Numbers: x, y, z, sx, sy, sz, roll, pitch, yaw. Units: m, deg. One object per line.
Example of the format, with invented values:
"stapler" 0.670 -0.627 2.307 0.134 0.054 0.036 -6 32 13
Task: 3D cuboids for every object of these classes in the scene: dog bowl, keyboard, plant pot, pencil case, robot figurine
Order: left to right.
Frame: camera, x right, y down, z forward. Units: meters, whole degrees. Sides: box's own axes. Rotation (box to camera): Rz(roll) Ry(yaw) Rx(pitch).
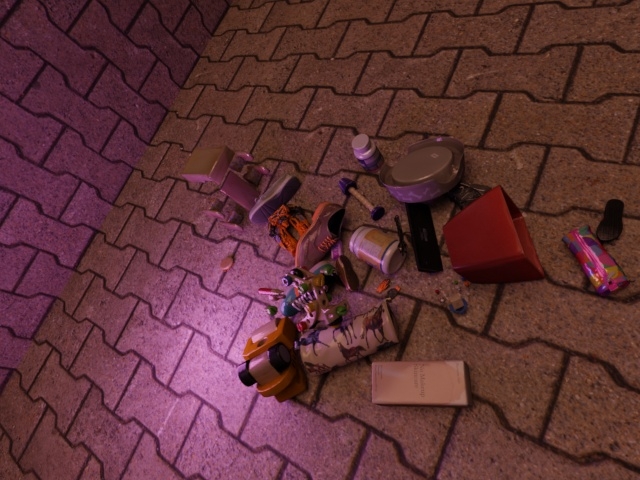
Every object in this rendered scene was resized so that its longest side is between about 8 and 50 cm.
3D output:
"robot figurine" -0.145 -0.061 1.922 0.211 0.085 0.291 -44 54 2
"pencil case" 0.110 0.367 1.528 0.411 0.160 0.183 -26 71 16
"keyboard" 0.372 -0.023 1.579 0.033 0.202 0.316 132 141 -51
"dog bowl" 0.421 -0.285 1.639 0.349 0.102 0.348 -21 34 15
"plant pot" 0.583 0.012 1.394 0.236 0.267 0.267 -24 57 32
"pencil case" 0.881 0.063 1.286 0.105 0.104 0.236 -27 54 15

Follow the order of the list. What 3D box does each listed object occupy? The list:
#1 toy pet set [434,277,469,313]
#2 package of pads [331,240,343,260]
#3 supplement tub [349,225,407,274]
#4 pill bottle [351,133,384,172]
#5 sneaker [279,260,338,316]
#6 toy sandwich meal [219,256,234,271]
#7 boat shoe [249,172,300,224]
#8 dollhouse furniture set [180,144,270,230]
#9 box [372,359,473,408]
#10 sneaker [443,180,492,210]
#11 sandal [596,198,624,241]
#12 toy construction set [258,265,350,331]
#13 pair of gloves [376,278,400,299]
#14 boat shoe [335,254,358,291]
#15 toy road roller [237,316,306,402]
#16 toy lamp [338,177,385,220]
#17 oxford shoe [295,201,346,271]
"toy pet set" 0.499 0.210 1.467 0.122 0.065 0.114 -28 21 11
"package of pads" 0.073 0.045 1.784 0.050 0.032 0.083 -18 59 25
"supplement tub" 0.232 0.035 1.631 0.200 0.144 0.144 29 83 36
"pill bottle" 0.213 -0.400 1.832 0.108 0.180 0.107 -13 61 24
"sneaker" -0.049 0.220 1.702 0.302 0.108 0.121 -47 32 0
"toy sandwich meal" -0.478 0.123 2.053 0.086 0.029 0.085 -16 49 19
"boat shoe" -0.244 -0.214 2.039 0.320 0.118 0.103 -48 48 -5
"dollhouse furniture set" -0.439 -0.286 1.996 0.257 0.394 0.361 9 71 42
"box" 0.342 0.488 1.364 0.312 0.121 0.147 -11 61 24
"sneaker" 0.550 -0.164 1.589 0.228 0.087 0.130 18 70 28
"sandal" 0.972 -0.062 1.342 0.067 0.040 0.179 19 63 29
"toy construction set" -0.038 0.212 1.465 0.237 0.309 0.257 -6 78 51
"pair of gloves" 0.273 0.197 1.613 0.074 0.010 0.083 -48 56 -1
"boat shoe" 0.109 0.147 1.703 0.060 0.064 0.177 -51 45 37
"toy road roller" -0.174 0.495 1.631 0.203 0.240 0.329 -32 18 12
"toy lamp" 0.178 -0.197 1.816 0.080 0.080 0.274 -46 54 2
"oxford shoe" 0.000 0.000 1.758 0.133 0.130 0.363 15 82 52
